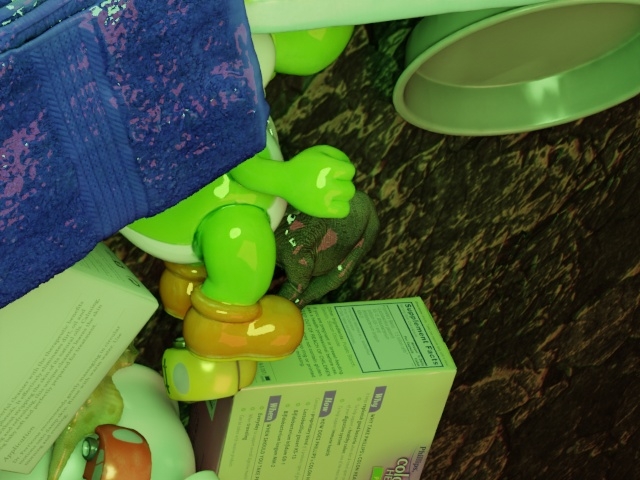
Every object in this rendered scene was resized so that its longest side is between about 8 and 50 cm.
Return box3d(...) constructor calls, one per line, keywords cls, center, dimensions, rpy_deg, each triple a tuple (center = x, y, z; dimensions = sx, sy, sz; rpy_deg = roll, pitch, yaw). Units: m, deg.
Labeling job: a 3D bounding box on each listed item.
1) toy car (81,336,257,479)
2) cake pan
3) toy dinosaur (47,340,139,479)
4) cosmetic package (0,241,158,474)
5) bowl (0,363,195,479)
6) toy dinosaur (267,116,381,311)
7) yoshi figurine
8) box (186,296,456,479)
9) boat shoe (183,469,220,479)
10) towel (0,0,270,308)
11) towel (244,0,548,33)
box3d(cls="toy car", center=(-0.179, 0.119, 1.322), dimensions=(0.239, 0.053, 0.225), rpy_deg=(-47, 115, -22))
box3d(cls="cake pan", center=(0.210, -0.184, 1.412), dimensions=(0.293, 0.054, 0.293), rpy_deg=(-9, 161, -3))
box3d(cls="toy dinosaur", center=(-0.229, 0.152, 1.345), dimensions=(0.092, 0.053, 0.183), rpy_deg=(35, 66, -17))
box3d(cls="cosmetic package", center=(-0.317, 0.038, 1.088), dimensions=(0.197, 0.155, 0.365), rpy_deg=(-51, 146, 6))
box3d(cls="bowl", center=(-0.232, 0.277, 1.461), dimensions=(0.298, 0.134, 0.298), rpy_deg=(-29, 144, -24))
box3d(cls="toy dinosaur", center=(0.000, 0.000, 1.438), dimensions=(0.160, 0.121, 0.313), rpy_deg=(-47, 145, 14))
box3d(cls="yoshi figurine", center=(-0.047, -0.095, 1.208), dimensions=(0.203, 0.203, 0.362), rpy_deg=(-46, 142, -59))
box3d(cls="box", center=(-0.007, 0.181, 1.558), dimensions=(0.243, 0.117, 0.213), rpy_deg=(-3, 131, -19))
box3d(cls="boat shoe", center=(-0.141, 0.322, 1.422), dimensions=(0.078, 0.070, 0.219), rpy_deg=(-2, 126, -47))
box3d(cls="towel", center=(-0.175, -0.073, 0.921), dimensions=(0.308, 0.076, 0.228), rpy_deg=(-32, 131, -20))
box3d(cls="towel", center=(0.057, -0.317, 1.038), dimensions=(0.374, 0.090, 0.320), rpy_deg=(-11, 119, -27))
